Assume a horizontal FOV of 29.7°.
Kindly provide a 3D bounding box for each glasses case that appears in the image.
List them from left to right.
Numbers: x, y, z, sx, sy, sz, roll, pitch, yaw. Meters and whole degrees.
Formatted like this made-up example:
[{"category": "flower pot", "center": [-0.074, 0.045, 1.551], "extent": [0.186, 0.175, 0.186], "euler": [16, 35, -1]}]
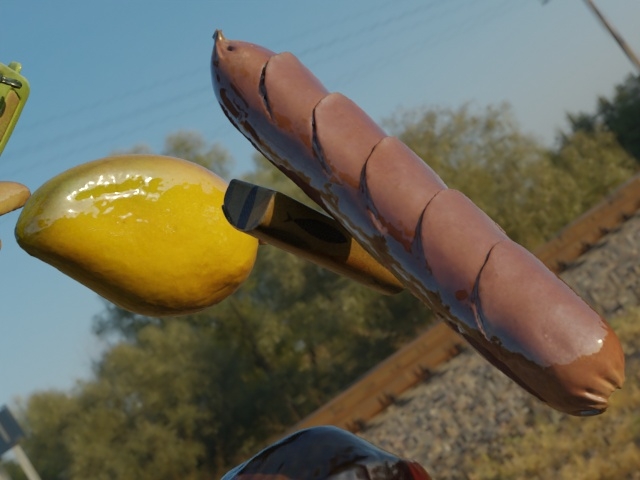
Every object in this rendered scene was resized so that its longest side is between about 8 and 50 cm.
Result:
[{"category": "glasses case", "center": [0.000, 0.000, 0.992], "extent": [0.064, 0.170, 0.041], "euler": [19, 86, 50]}]

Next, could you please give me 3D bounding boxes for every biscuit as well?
[{"category": "biscuit", "center": [-0.479, -0.025, 1.582], "extent": [0.164, 0.047, 0.208], "euler": [-9, 22, 4]}]

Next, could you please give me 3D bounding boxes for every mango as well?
[{"category": "mango", "center": [-0.185, -0.006, 1.312], "extent": [0.316, 0.177, 0.119], "euler": [10, -6, -40]}]

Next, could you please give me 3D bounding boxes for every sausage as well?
[{"category": "sausage", "center": [0.055, -0.024, 0.896], "extent": [0.088, 0.433, 0.088], "euler": [-35, -27, -21]}]

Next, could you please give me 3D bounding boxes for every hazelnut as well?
[{"category": "hazelnut", "center": [-0.003, 0.239, 0.978], "extent": [0.201, 0.160, 0.170], "euler": [-22, 24, 29]}]

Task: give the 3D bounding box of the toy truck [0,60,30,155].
[{"category": "toy truck", "center": [-0.236, -0.098, 0.656], "extent": [0.169, 0.100, 0.077], "euler": [34, -104, -46]}]
